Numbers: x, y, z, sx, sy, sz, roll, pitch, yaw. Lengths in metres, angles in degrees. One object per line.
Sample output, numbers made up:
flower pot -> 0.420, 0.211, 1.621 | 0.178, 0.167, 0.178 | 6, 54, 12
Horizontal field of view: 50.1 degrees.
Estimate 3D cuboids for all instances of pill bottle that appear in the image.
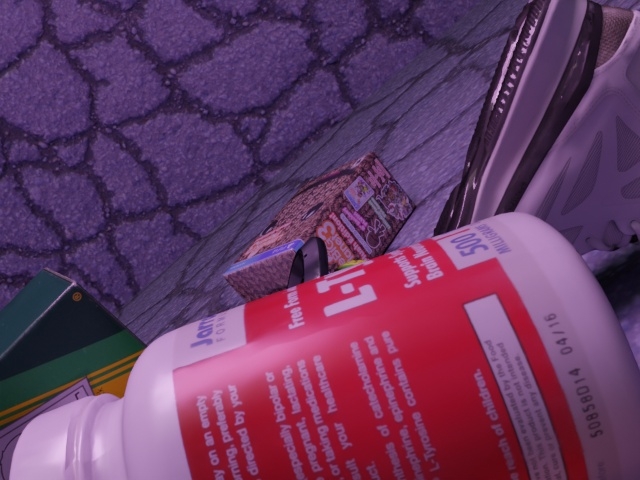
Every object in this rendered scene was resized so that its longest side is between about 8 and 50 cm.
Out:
pill bottle -> 0.004, 0.146, 0.517 | 0.408, 0.228, 0.229 | -19, 16, -1

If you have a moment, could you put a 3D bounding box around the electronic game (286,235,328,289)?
electronic game -> -0.021, 0.107, 1.009 | 0.229, 0.048, 0.229 | -172, 90, -80

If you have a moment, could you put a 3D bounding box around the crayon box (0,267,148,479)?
crayon box -> -0.229, 0.263, 0.646 | 0.106, 0.363, 0.313 | 10, 55, 52

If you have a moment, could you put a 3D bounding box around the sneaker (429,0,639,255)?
sneaker -> 0.250, 0.005, 0.675 | 0.169, 0.258, 0.447 | -63, -8, -72

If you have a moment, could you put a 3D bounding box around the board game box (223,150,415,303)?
board game box -> 0.000, 0.000, 1.288 | 0.232, 0.141, 0.291 | -21, 24, 49

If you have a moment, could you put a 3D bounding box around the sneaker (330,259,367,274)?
sneaker -> 0.067, 0.099, 0.929 | 0.123, 0.109, 0.296 | -46, 16, -21
